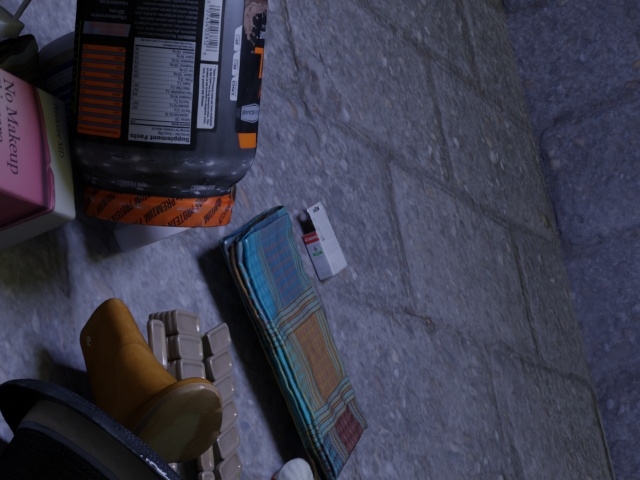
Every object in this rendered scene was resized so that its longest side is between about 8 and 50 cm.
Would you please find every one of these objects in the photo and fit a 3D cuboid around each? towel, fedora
[{"bbox_3d":[-0.027,0.140,2.026,0.271,0.040,0.370,-43,112,-73],"label":"towel"},{"bbox_3d":[-0.227,0.293,1.351,0.152,0.334,0.334,-48,121,-28],"label":"fedora"}]

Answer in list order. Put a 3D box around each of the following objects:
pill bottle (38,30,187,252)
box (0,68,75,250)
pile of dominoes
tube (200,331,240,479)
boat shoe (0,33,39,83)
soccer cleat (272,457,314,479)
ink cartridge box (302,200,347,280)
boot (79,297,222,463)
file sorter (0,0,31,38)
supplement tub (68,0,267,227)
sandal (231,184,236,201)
[{"bbox_3d":[-0.229,-0.129,1.709,0.153,0.153,0.264,-26,97,-65],"label":"pill bottle"},{"bbox_3d":[-0.372,-0.096,1.422,0.232,0.127,0.148,26,50,-56],"label":"box"},{"bbox_3d":[-0.158,0.210,1.667,0.196,0.040,0.251,21,61,-64],"label":"pile of dominoes"},{"bbox_3d":[-0.133,0.235,1.764,0.070,0.062,0.240,-5,79,-36],"label":"tube"},{"bbox_3d":[-0.360,-0.176,1.585,0.190,0.068,0.072,-53,132,-61],"label":"boat shoe"},{"bbox_3d":[-0.035,0.346,1.861,0.068,0.076,0.196,66,25,-11],"label":"soccer cleat"},{"bbox_3d":[0.000,0.000,2.239,0.115,0.029,0.063,67,25,-5],"label":"ink cartridge box"},{"bbox_3d":[-0.194,0.146,1.472,0.104,0.295,0.211,-6,60,-25],"label":"boot"},{"bbox_3d":[-0.380,-0.325,1.372,0.193,0.173,0.278,39,12,6],"label":"file sorter"},{"bbox_3d":[-0.165,-0.191,1.529,0.207,0.207,0.338,-11,108,-65],"label":"supplement tub"},{"bbox_3d":[-0.183,-0.135,1.896,0.060,0.090,0.219,-24,96,-49],"label":"sandal"}]
